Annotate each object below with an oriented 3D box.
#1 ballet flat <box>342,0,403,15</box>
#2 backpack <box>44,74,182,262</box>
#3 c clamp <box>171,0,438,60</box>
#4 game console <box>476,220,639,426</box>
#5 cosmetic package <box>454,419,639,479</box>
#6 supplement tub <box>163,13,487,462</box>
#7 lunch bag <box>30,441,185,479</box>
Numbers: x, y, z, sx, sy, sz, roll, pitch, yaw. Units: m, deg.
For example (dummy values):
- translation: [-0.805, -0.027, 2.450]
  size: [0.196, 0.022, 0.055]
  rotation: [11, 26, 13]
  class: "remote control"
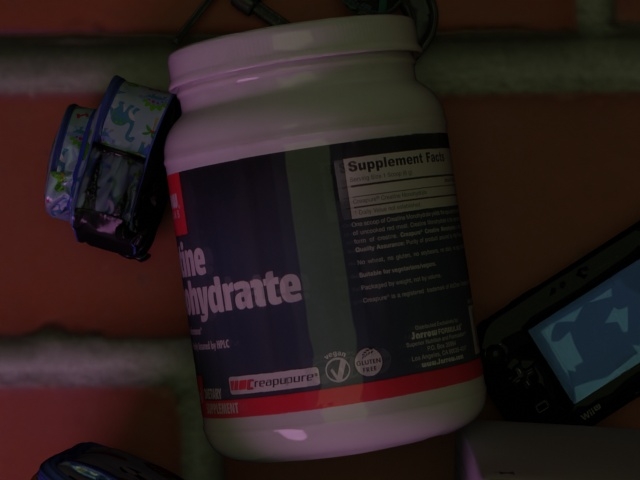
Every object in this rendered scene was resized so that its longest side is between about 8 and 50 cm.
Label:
- translation: [0.025, -0.251, 1.345]
  size: [0.070, 0.070, 0.188]
  rotation: [-17, 80, -1]
  class: "ballet flat"
- translation: [-0.143, -0.055, 1.323]
  size: [0.084, 0.105, 0.114]
  rotation: [18, 81, 1]
  class: "backpack"
- translation: [-0.003, -0.160, 1.372]
  size: [0.161, 0.022, 0.137]
  rotation: [30, 82, 4]
  class: "c clamp"
- translation: [0.281, 0.028, 1.344]
  size: [0.361, 0.044, 0.213]
  rotation: [-32, 86, -1]
  class: "game console"
- translation: [0.154, 0.243, 1.228]
  size: [0.138, 0.224, 0.224]
  rotation: [2, 94, 0]
  class: "cosmetic package"
- translation: [0.000, 0.000, 1.268]
  size: [0.191, 0.191, 0.272]
  rotation: [-9, 89, 0]
  class: "supplement tub"
- translation: [-0.062, 0.245, 1.233]
  size: [0.303, 0.243, 0.115]
  rotation: [30, 87, 3]
  class: "lunch bag"
